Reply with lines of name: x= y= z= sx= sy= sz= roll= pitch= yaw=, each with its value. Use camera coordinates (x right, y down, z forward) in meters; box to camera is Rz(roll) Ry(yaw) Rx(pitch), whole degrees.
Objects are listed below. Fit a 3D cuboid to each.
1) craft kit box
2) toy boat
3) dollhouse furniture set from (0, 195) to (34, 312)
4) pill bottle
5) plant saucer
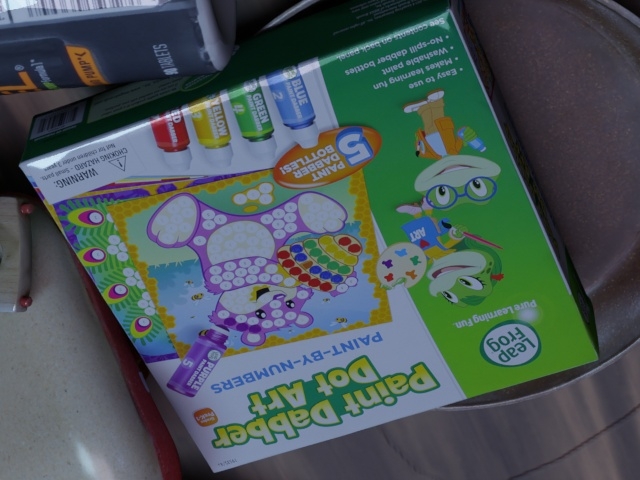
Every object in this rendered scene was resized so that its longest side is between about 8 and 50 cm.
craft kit box: x=0.000 y=0.000 z=0.916 sx=0.249 sy=0.061 sz=0.247 roll=-19 pitch=126 yaw=15
toy boat: x=-0.156 y=0.086 z=0.992 sx=0.151 sy=0.151 sz=0.231 roll=-29 pitch=79 yaw=28
dollhouse furniture set: x=-0.244 y=0.066 z=0.876 sx=0.129 sy=0.129 sz=0.184 roll=2 pitch=91 yaw=30
pill bottle: x=-0.173 y=-0.138 z=0.832 sx=0.245 sy=0.130 sz=0.130 roll=-5 pitch=126 yaw=6
plant saucer: x=0.074 y=-0.031 z=0.951 sx=0.310 sy=0.050 sz=0.311 roll=1 pitch=127 yaw=1
